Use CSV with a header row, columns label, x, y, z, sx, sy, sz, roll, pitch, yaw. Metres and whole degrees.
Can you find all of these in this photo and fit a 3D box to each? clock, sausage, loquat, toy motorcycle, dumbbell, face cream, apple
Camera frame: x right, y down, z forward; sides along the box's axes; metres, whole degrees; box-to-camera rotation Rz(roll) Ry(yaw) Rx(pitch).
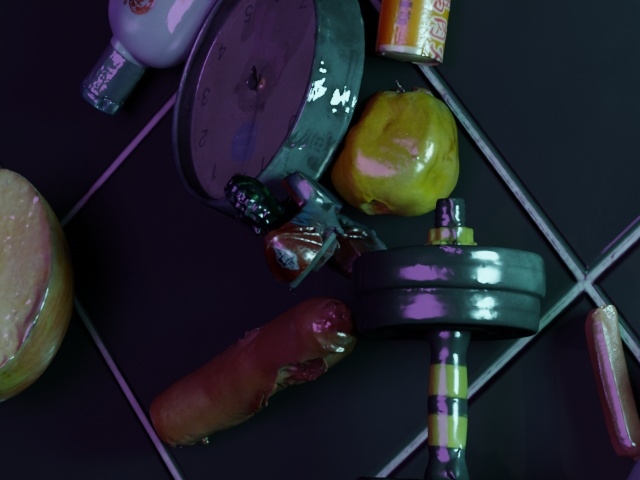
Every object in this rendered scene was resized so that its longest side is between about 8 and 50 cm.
label,x,y,z,sx,sy,sz,roll,pitch,yaw
clock,-0.060,-0.156,1.995,0.280,0.055,0.281,-30,52,46
sausage,0.271,0.131,1.787,0.030,0.035,0.147,139,125,-61
loquat,0.075,-0.088,1.912,0.137,0.113,0.137,-19,59,35
toy motorcycle,0.001,-0.001,1.882,0.082,0.213,0.122,-46,49,22
sausage,-0.061,0.130,1.968,0.326,0.087,0.079,-33,92,44
sausage,0.103,-0.295,1.946,0.071,0.071,0.234,6,87,36
dumbbell,0.117,0.153,1.800,0.185,0.185,0.388,-5,80,35
face cream,-0.168,-0.268,2.135,0.291,0.071,0.144,-53,55,18
apple,-0.392,0.060,2.193,0.293,0.163,0.251,2,74,23

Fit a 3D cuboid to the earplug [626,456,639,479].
label,x,y,z,sx,sy,sz,roll,pitch,yaw
earplug,0.385,0.283,1.606,0.325,0.175,0.214,44,138,25
